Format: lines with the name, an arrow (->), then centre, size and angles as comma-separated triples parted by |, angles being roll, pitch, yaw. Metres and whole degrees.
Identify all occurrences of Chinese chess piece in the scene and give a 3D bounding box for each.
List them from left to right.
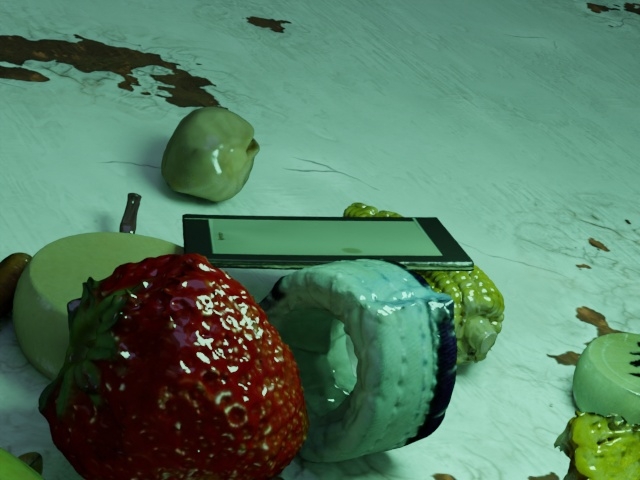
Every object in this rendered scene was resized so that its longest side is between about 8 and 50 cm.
Chinese chess piece -> -0.228, 0.089, 1.887 | 0.273, 0.102, 0.273 | 10, 26, -5
Chinese chess piece -> 0.417, 0.189, 2.035 | 0.188, 0.083, 0.188 | 10, 27, -5

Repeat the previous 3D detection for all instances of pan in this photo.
pan -> -0.263, 0.004, 2.118 | 0.115, 0.040, 0.212 | 10, 32, -6

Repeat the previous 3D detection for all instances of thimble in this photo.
thimble -> 0.039, 0.128, 1.782 | 0.150, 0.237, 0.237 | -9, 33, -42

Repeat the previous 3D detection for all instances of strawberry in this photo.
strawberry -> -0.134, 0.150, 1.656 | 0.277, 0.257, 0.257 | 25, 18, -27

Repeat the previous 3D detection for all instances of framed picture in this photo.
framed picture -> 0.000, 0.000, 1.992 | 0.347, 0.016, 0.265 | 1, 13, -7

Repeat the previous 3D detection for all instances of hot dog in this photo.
hot dog -> -0.312, 0.241, 1.603 | 0.034, 0.030, 0.090 | 11, 23, 14

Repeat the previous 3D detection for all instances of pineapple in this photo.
pineapple -> 0.347, 0.288, 1.797 | 0.250, 0.139, 0.164 | 19, -21, -27

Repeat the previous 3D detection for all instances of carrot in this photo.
carrot -> -0.382, 0.062, 1.916 | 0.055, 0.055, 0.161 | 15, 24, 3

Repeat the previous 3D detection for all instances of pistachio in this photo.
pistachio -> -0.164, -0.134, 2.370 | 0.152, 0.126, 0.223 | -22, 24, 7

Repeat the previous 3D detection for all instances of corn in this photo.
corn -> 0.129, 0.051, 2.123 | 0.130, 0.130, 0.347 | -3, 29, -32

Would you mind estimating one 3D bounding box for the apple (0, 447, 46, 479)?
apple -> -0.300, 0.305, 1.144 | 0.339, 0.305, 0.338 | 13, 25, -6
